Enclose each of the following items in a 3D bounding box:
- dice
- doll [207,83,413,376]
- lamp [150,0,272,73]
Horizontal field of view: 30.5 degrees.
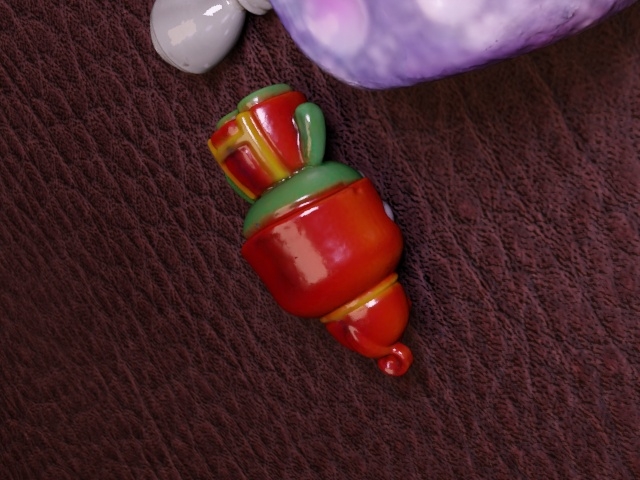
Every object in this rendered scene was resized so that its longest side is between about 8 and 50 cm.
[{"bbox_3d":[0.112,-0.292,0.971,0.270,0.270,0.271,-7,110,44],"label":"dice"},{"bbox_3d":[0.000,-0.001,1.348,0.182,0.160,0.363,-32,93,42],"label":"doll"},{"bbox_3d":[-0.117,-0.260,1.342,0.193,0.106,0.106,-21,100,39],"label":"lamp"}]
